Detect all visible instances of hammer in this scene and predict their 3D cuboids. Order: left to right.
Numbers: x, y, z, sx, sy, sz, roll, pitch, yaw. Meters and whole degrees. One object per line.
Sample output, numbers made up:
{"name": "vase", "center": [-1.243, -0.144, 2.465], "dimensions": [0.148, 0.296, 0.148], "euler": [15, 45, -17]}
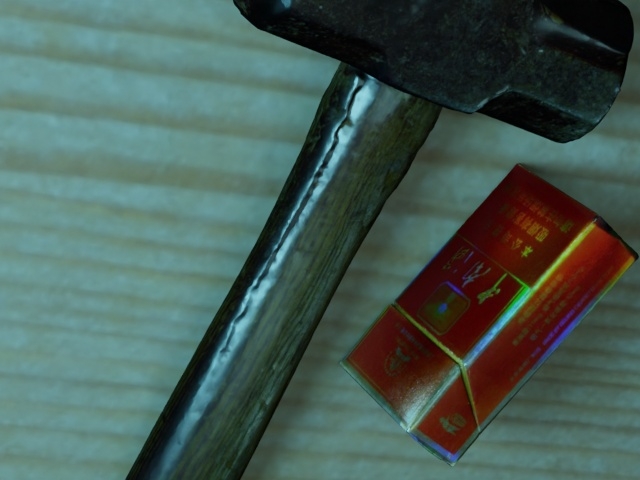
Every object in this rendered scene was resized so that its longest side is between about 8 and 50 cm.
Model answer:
{"name": "hammer", "center": [0.000, 0.000, 1.173], "dimensions": [0.242, 0.095, 0.409], "euler": [21, 103, -28]}

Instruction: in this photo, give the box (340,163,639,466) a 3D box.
{"name": "box", "center": [0.101, 0.043, 1.218], "dimensions": [0.175, 0.112, 0.048], "euler": [-49, 120, -1]}
